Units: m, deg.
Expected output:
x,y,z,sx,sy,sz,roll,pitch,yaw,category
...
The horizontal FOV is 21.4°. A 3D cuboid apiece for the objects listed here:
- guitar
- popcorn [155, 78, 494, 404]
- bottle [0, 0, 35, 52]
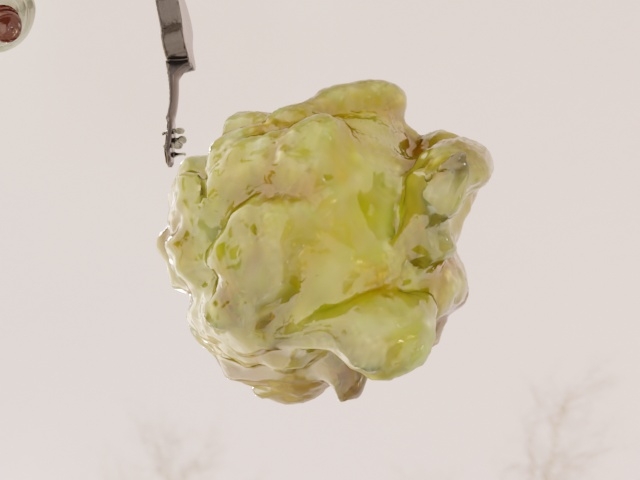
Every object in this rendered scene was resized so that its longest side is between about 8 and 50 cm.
x,y,z,sx,sy,sz,roll,pitch,yaw,category
-0.174,-0.199,2.042,0.084,0.038,0.271,70,11,-52,guitar
0.000,-0.003,1.498,0.335,0.279,0.274,91,16,-68,popcorn
-0.423,-0.303,2.136,0.245,0.104,0.104,-137,-143,-57,bottle
